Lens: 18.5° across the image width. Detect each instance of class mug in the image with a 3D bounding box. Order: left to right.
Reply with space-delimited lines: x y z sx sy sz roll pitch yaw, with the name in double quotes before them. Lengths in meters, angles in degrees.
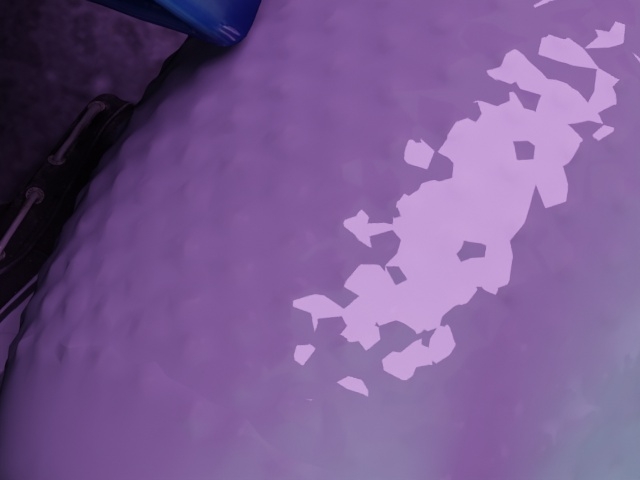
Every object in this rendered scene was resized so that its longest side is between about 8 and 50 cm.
"mug" 0.063 0.037 0.769 0.328 0.374 0.276 -52 131 -21

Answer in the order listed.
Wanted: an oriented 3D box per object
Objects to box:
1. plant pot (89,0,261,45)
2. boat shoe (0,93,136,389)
"plant pot" -0.123 -0.222 0.668 0.236 0.236 0.212 21 87 20
"boat shoe" -0.134 0.020 0.888 0.070 0.078 0.219 29 56 10
